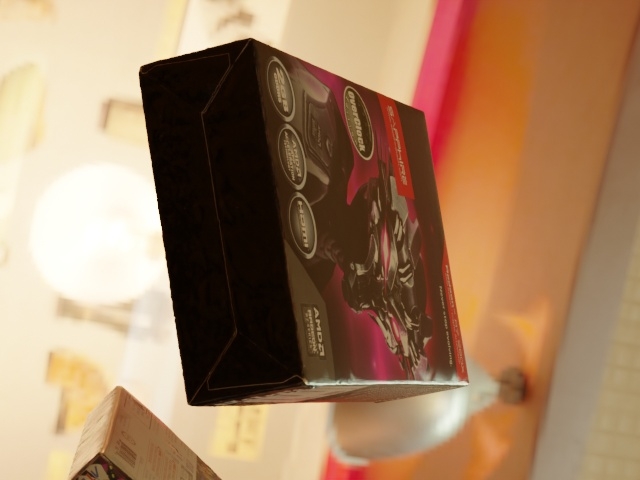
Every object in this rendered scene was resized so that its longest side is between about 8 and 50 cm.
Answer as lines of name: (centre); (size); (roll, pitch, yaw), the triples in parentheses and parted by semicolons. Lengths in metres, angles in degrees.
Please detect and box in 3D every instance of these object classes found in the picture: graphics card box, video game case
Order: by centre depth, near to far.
video game case: (-0.086, 0.206, 1.347); (0.042, 0.210, 0.232); (-45, -172, 3)
graphics card box: (0.000, 0.000, 1.384); (0.094, 0.371, 0.233); (-11, -99, 21)
